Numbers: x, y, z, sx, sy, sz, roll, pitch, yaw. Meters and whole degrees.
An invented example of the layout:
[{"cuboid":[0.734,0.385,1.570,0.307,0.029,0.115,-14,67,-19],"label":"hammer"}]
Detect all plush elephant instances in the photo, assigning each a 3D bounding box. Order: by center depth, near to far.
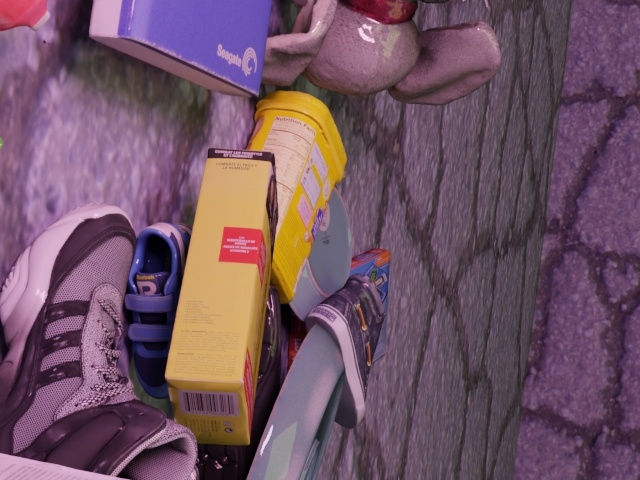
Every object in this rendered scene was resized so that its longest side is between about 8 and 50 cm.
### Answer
[{"cuboid":[0.050,-0.252,1.063,0.272,0.255,0.330,12,43,-33],"label":"plush elephant"}]

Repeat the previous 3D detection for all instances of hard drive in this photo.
[{"cuboid":[-0.078,-0.282,0.836,0.210,0.040,0.319,11,87,-69],"label":"hard drive"}]

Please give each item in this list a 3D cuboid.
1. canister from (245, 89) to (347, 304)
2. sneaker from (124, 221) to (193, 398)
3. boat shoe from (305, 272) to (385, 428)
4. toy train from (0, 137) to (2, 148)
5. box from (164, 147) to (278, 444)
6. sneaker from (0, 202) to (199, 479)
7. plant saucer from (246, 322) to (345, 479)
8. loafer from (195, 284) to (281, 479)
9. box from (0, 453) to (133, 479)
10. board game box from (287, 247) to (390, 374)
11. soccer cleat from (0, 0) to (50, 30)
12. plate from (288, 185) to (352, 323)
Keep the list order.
[{"cuboid":[-0.040,-0.039,1.092,0.126,0.073,0.170,66,37,-53],"label":"canister"},{"cuboid":[-0.130,0.053,0.906,0.059,0.053,0.144,33,56,-72],"label":"sneaker"},{"cuboid":[0.037,0.124,1.245,0.083,0.065,0.183,-42,142,-33],"label":"boat shoe"},{"cuboid":[-0.215,-0.030,0.699,0.023,0.017,0.083,25,72,-58],"label":"toy train"},{"cuboid":[-0.072,0.037,0.878,0.087,0.058,0.232,89,5,-46],"label":"box"},{"cuboid":[-0.141,0.095,0.741,0.101,0.153,0.268,71,32,-51],"label":"sneaker"},{"cuboid":[-0.035,0.237,1.104,0.317,0.043,0.317,19,90,-84],"label":"plant saucer"},{"cuboid":[-0.077,0.144,1.055,0.078,0.076,0.223,-4,105,-75],"label":"loafer"},{"cuboid":[-0.170,0.260,0.597,0.058,0.232,0.322,-45,137,-60],"label":"box"},{"cuboid":[0.026,0.101,1.379,0.281,0.027,0.145,-20,116,-67],"label":"board game box"},{"cuboid":[-0.169,-0.240,0.676,0.095,0.083,0.248,50,52,-57],"label":"soccer cleat"},{"cuboid":[0.000,0.000,1.235,0.188,0.024,0.188,-4,90,-65],"label":"plate"}]
